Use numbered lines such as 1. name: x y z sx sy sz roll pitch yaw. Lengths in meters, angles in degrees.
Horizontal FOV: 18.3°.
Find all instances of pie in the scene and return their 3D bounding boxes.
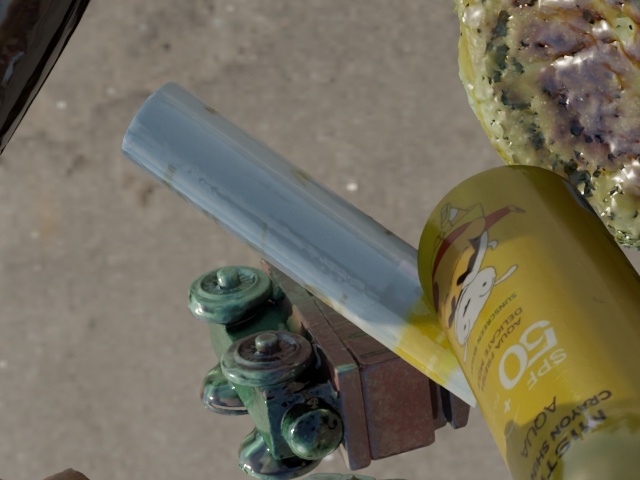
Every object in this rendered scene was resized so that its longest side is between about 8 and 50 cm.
1. pie: 0.217 -0.128 1.329 0.354 0.103 0.288 40 145 14

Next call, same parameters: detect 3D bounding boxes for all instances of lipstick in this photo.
1. lipstick: 0.000 0.000 1.166 0.264 0.059 0.059 35 117 12

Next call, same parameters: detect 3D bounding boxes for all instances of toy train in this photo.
1. toy train: -0.002 0.108 1.923 0.304 0.221 0.150 -127 26 -59

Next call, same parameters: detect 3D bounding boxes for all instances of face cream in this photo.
1. face cream: 0.130 0.077 0.942 0.349 0.105 0.105 -111 38 -63

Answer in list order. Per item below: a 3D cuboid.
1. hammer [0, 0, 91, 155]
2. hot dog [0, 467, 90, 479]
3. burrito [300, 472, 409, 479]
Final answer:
1. hammer: -0.137 -0.018 0.589 0.242 0.095 0.409 36 132 0
2. hot dog: -0.153 0.146 0.827 0.146 0.213 0.103 8 108 16
3. burrito: 0.021 0.120 0.808 0.118 0.074 0.044 22 127 58
